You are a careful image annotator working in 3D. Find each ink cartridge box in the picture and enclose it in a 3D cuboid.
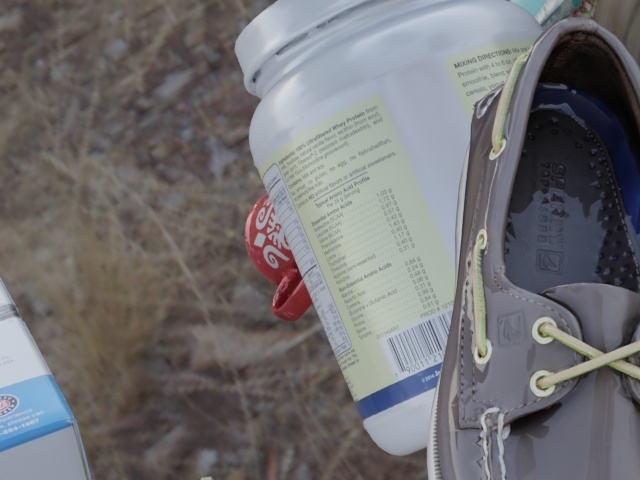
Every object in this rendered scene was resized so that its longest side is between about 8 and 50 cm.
[{"bbox_3d":[-0.345,0.155,1.389,0.223,0.129,0.307,-20,35,-16],"label":"ink cartridge box"}]

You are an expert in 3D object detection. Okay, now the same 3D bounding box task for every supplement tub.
[{"bbox_3d":[0.089,-0.031,1.181,0.235,0.235,0.324,-23,82,6],"label":"supplement tub"}]

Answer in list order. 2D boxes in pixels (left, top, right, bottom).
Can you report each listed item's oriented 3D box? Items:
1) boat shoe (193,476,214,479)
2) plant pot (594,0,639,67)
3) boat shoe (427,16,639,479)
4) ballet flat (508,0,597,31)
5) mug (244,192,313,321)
[{"bbox_3d":[-0.133,0.308,1.496,0.073,0.080,0.223,2,42,-2],"label":"boat shoe"},{"bbox_3d":[0.382,-0.095,1.108,0.323,0.323,0.280,-22,44,8],"label":"plant pot"},{"bbox_3d":[0.115,0.042,0.741,0.117,0.096,0.324,7,55,-4],"label":"boat shoe"},{"bbox_3d":[0.231,-0.227,1.399,0.241,0.077,0.091,-46,46,44],"label":"ballet flat"},{"bbox_3d":[0.009,-0.003,1.623,0.113,0.169,0.150,-5,78,-24],"label":"mug"}]
